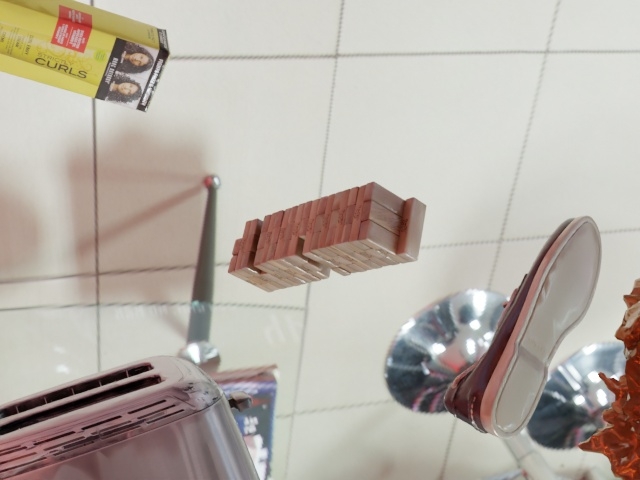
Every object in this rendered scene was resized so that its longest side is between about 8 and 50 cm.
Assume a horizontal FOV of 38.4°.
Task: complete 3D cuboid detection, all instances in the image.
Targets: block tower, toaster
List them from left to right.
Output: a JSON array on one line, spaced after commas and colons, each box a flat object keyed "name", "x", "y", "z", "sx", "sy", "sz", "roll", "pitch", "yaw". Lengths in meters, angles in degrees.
[{"name": "toaster", "x": -0.146, "y": 0.173, "z": 0.620, "sx": 0.226, "sy": 0.129, "sz": 0.147, "roll": -17, "pitch": 99, "yaw": -17}, {"name": "block tower", "x": 0.000, "y": 0.000, "z": 1.366, "sx": 0.097, "sy": 0.091, "sz": 0.335, "roll": 28, "pitch": 152, "yaw": -35}]

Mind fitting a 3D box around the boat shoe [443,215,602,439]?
[{"name": "boat shoe", "x": 0.165, "y": 0.062, "z": 0.755, "sx": 0.075, "sy": 0.065, "sz": 0.206, "roll": 45, "pitch": 66, "yaw": -34}]

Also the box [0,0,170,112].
[{"name": "box", "x": -0.287, "y": -0.217, "z": 0.998, "sx": 0.232, "sy": 0.058, "sz": 0.087, "roll": 15, "pitch": 124, "yaw": -26}]

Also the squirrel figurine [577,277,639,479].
[{"name": "squirrel figurine", "x": 0.269, "y": 0.149, "z": 0.292, "sx": 0.370, "sy": 0.397, "sz": 0.281, "roll": -26, "pitch": 170, "yaw": -45}]
